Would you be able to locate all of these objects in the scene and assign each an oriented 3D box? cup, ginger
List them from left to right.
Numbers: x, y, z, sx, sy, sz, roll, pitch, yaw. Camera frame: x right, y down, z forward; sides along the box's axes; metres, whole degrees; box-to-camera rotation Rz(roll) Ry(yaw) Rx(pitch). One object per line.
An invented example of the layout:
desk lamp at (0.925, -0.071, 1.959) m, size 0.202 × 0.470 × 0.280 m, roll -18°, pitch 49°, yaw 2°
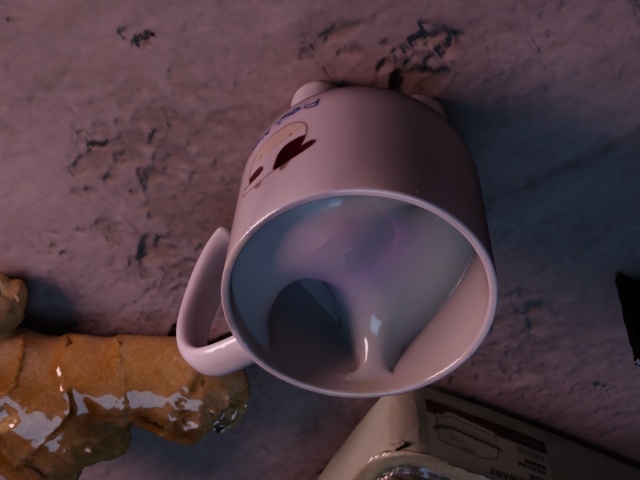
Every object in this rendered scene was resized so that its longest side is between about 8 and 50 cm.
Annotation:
ginger at (-0.217, 0.086, 0.742) m, size 0.334 × 0.081 × 0.147 m, roll 20°, pitch 121°, yaw -14°
cup at (0.013, 0.002, 0.629) m, size 0.134 × 0.142 × 0.173 m, roll 19°, pitch 126°, yaw -13°

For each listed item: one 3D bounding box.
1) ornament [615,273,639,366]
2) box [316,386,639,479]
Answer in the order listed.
ornament at (0.272, 0.005, 0.657) m, size 0.081 × 0.088 × 0.203 m, roll 31°, pitch 121°, yaw -21°
box at (0.121, 0.242, 0.793) m, size 0.291 × 0.166 × 0.220 m, roll 23°, pitch 126°, yaw -13°
